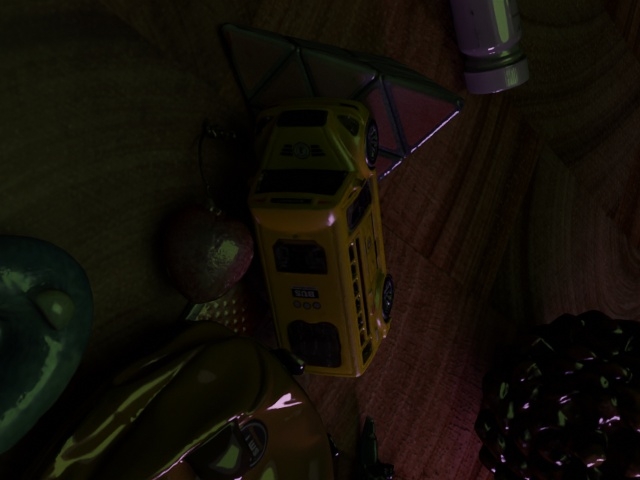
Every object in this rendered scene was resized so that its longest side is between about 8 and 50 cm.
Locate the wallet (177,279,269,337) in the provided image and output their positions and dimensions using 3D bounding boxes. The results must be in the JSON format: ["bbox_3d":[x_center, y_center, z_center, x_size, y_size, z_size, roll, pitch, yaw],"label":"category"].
[{"bbox_3d":[-0.145,0.134,0.989,0.103,0.020,0.196,47,64,-36],"label":"wallet"}]

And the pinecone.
[{"bbox_3d":[0.458,0.303,1.346,0.398,0.398,0.397,-7,100,-42],"label":"pinecone"}]

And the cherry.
[{"bbox_3d":[-0.121,-0.031,0.941,0.090,0.107,0.225,84,20,-76],"label":"cherry"}]

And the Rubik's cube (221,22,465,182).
[{"bbox_3d":[0.028,-0.169,1.032,0.233,0.229,0.228,-21,70,-3],"label":"Rubik's cube"}]

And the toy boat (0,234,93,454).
[{"bbox_3d":[-0.346,0.128,0.733,0.330,0.123,0.215,-39,119,-31],"label":"toy boat"}]

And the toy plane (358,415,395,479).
[{"bbox_3d":[0.087,0.389,1.197,0.169,0.078,0.246,-4,98,-42],"label":"toy plane"}]

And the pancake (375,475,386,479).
[{"bbox_3d":[0.089,0.530,1.065,0.304,0.067,0.426,-74,150,-54],"label":"pancake"}]

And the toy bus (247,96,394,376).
[{"bbox_3d":[0.000,0.000,0.968,0.151,0.145,0.331,-58,145,-53],"label":"toy bus"}]

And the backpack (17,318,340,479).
[{"bbox_3d":[-0.150,0.290,0.876,0.378,0.201,0.353,-42,126,-23],"label":"backpack"}]

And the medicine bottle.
[{"bbox_3d":[0.267,-0.327,1.259,0.105,0.105,0.168,-32,116,-36],"label":"medicine bottle"}]
